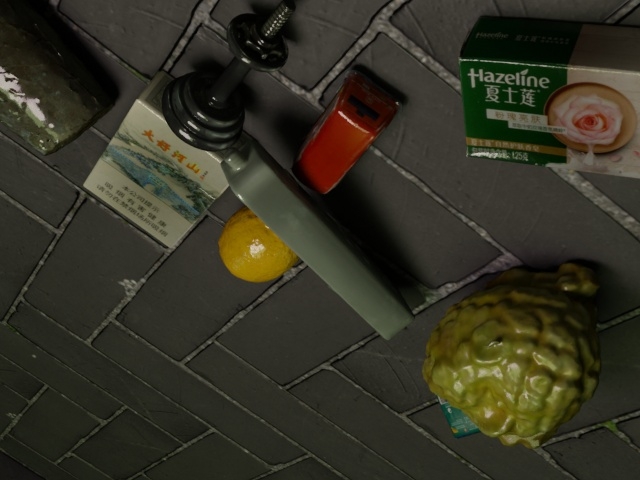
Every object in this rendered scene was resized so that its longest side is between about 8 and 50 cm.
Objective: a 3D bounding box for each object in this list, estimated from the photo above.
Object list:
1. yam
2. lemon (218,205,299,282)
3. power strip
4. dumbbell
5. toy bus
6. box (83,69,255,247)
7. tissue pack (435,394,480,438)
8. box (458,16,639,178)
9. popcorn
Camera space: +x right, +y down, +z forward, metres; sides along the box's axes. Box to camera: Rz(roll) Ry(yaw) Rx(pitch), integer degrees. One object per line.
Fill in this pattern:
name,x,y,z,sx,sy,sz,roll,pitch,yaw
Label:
yam,-0.397,-0.226,1.193,0.154,0.154,0.254,-16,123,44
lemon,-0.080,-0.001,1.282,0.114,0.114,0.155,41,139,-16
power strip,0.000,0.000,1.191,0.062,0.091,0.385,-39,129,7
dumbbell,-0.101,-0.198,1.071,0.110,0.110,0.254,37,138,-12
toy bus,0.023,-0.122,1.097,0.079,0.077,0.174,34,143,-7
box,-0.218,-0.105,1.281,0.164,0.069,0.256,36,143,-11
tissue pack,0.251,0.248,1.402,0.111,0.079,0.085,-32,78,49
box,0.247,-0.146,0.923,0.199,0.081,0.135,8,140,22
popcorn,0.264,0.137,1.170,0.206,0.251,0.237,44,-177,17
